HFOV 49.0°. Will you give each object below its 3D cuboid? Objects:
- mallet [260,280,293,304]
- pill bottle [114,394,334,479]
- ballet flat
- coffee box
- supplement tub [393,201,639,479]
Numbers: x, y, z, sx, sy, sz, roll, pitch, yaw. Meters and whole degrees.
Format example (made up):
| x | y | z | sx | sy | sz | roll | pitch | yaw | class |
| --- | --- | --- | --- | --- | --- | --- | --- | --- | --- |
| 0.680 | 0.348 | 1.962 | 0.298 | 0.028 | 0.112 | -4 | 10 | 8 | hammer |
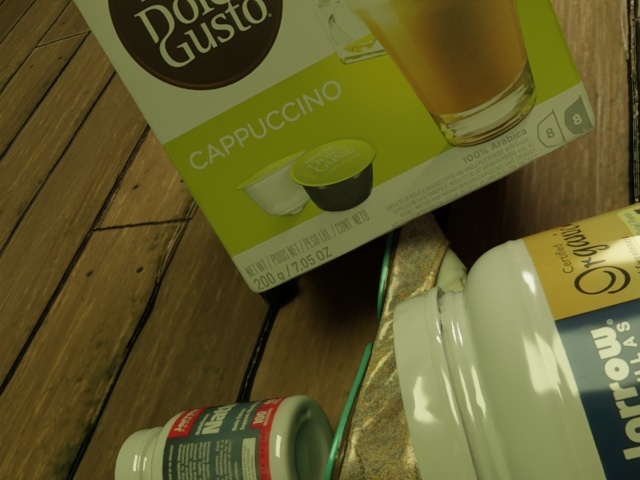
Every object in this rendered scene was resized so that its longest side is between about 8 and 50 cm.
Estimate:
| x | y | z | sx | sy | sz | roll | pitch | yaw | class |
| --- | --- | --- | --- | --- | --- | --- | --- | --- | --- |
| 0.000 | 0.000 | 0.815 | 0.189 | 0.039 | 0.062 | -37 | 39 | -11 | mallet |
| -0.086 | 0.200 | 0.622 | 0.180 | 0.108 | 0.108 | -13 | 46 | 22 | pill bottle |
| 0.092 | 0.093 | 0.635 | 0.106 | 0.108 | 0.316 | 9 | 60 | 14 | ballet flat |
| 0.004 | -0.214 | 0.706 | 0.337 | 0.335 | 0.338 | -26 | 19 | 8 | coffee box |
| 0.223 | 0.088 | 0.435 | 0.316 | 0.228 | 0.228 | -18 | 44 | 13 | supplement tub |
